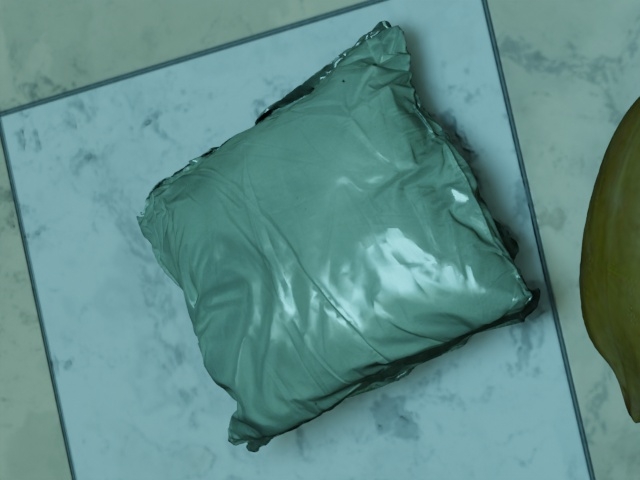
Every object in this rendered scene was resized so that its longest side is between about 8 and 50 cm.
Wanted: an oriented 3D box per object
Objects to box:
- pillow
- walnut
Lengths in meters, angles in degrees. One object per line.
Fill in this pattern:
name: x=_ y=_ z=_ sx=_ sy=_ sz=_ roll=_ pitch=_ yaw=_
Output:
pillow: x=0.000 y=0.000 z=1.674 sx=0.310 sy=0.138 sz=0.283 roll=-30 pitch=71 yaw=21
walnut: x=0.292 y=-0.001 z=1.504 sx=0.203 sy=0.203 sz=0.298 roll=27 pitch=99 yaw=21
